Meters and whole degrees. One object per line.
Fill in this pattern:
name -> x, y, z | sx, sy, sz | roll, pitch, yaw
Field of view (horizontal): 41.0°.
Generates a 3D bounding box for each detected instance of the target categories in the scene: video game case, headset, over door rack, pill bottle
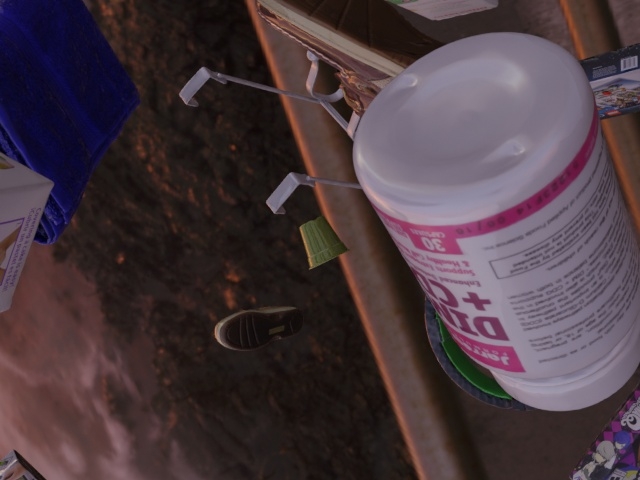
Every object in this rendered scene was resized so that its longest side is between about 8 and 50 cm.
video game case -> 0.415, 0.217, 0.941 | 0.210, 0.232, 0.042 | -57, 31, 13
headset -> 0.335, 0.095, 1.158 | 0.394, 0.185, 0.244 | -10, 95, 39
over door rack -> 0.004, -0.164, 1.213 | 0.239, 0.324, 0.108 | 51, 127, 25
pill bottle -> 0.149, 0.003, 0.639 | 0.160, 0.160, 0.283 | 12, 150, 40

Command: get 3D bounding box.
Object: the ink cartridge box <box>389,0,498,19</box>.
ink cartridge box -> 0.240, -0.509, 1.692 | 0.154, 0.212, 0.093 | -3, 88, 34

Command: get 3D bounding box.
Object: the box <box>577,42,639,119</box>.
box -> 0.443, -0.242, 1.380 | 0.233, 0.159, 0.044 | -9, 74, 45

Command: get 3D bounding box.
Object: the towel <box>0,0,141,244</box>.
towel -> -0.311, -0.172, 1.000 | 0.076, 0.308, 0.228 | -13, 125, 15

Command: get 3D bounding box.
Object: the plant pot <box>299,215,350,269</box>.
plant pot -> 0.000, 0.000, 1.548 | 0.083, 0.083, 0.079 | -26, 89, 45

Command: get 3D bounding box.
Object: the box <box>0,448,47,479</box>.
box -> -0.284, 0.324, 0.870 | 0.207, 0.114, 0.036 | 54, 163, -21

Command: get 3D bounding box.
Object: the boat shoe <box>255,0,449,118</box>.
boat shoe -> 0.068, -0.186, 0.978 | 0.341, 0.123, 0.123 | 25, 131, -8

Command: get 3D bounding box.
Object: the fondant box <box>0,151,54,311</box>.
fondant box -> -0.326, -0.023, 0.386 | 0.238, 0.330, 0.096 | 28, 109, 14

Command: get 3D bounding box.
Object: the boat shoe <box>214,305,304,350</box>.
boat shoe -> -0.116, 0.144, 1.458 | 0.072, 0.190, 0.068 | 16, 101, 39
